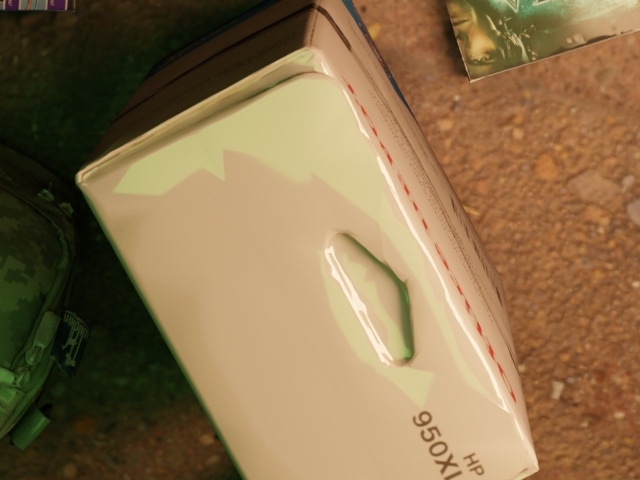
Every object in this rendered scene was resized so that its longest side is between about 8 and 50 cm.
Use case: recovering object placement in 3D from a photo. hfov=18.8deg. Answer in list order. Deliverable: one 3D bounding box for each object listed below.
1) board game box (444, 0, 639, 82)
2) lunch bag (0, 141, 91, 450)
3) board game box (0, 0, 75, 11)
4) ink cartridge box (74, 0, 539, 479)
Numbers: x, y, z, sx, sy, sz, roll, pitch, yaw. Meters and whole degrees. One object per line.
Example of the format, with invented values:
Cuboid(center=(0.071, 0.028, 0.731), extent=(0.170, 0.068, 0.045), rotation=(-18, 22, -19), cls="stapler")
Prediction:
Cuboid(center=(0.179, -0.201, 1.406), extent=(0.186, 0.026, 0.126), rotation=(-17, 103, 6), cls="board game box")
Cuboid(center=(-0.320, 0.022, 1.351), extent=(0.305, 0.256, 0.212), rotation=(28, 105, -12), cls="lunch bag")
Cuboid(center=(-0.235, -0.263, 1.367), extent=(0.136, 0.035, 0.201), rotation=(-3, 107, -32), cls="board game box")
Cuboid(center=(0.000, 0.000, 1.274), extent=(0.166, 0.395, 0.285), rotation=(-27, 101, 8), cls="ink cartridge box")
